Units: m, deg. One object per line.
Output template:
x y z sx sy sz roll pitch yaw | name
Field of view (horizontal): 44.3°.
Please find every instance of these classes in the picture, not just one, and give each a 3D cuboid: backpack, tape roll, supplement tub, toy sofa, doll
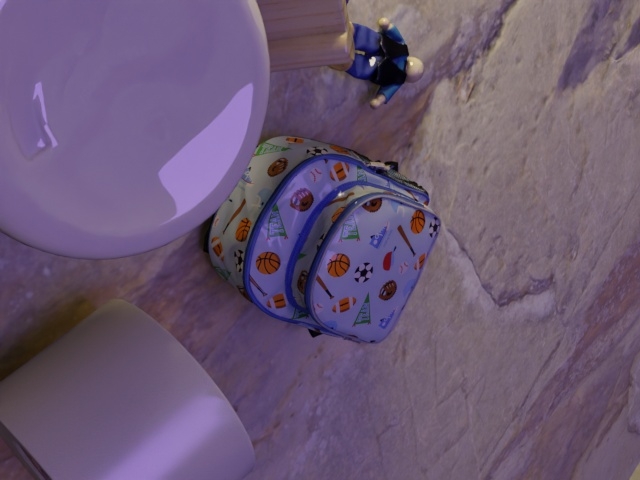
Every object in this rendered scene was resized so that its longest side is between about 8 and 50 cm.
0.000 0.000 0.999 0.263 0.213 0.277 20 93 -36 | backpack
-0.210 0.205 0.823 0.169 0.246 0.246 -41 129 -28 | tape roll
-0.222 -0.145 0.611 0.241 0.331 0.241 -20 122 -36 | supplement tub
-0.012 -0.271 0.796 0.363 0.150 0.177 -71 152 -51 | toy sofa
0.082 -0.248 1.094 0.189 0.046 0.129 -1 96 -51 | doll
